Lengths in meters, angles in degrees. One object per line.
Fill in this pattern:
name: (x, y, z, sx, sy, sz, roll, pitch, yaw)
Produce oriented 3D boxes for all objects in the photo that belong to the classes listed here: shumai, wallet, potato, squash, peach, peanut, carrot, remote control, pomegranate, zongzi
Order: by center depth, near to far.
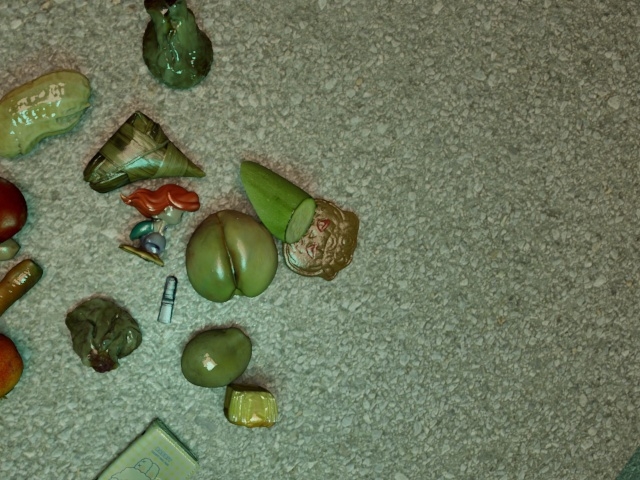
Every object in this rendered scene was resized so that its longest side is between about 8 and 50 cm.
peach: (-0.964, -0.084, 1.596, 0.244, 0.199, 0.243, 6, 52, -8)
pomegranate: (-0.966, 0.372, 1.620, 0.211, 0.210, 0.235, -8, 133, -13)
peanut: (-0.833, -0.385, 1.662, 0.340, 0.174, 0.158, -29, 62, -12)
peanut: (-0.976, 0.026, 1.674, 0.152, 0.076, 0.076, -5, 92, -16)
carrot: (-0.920, 0.141, 1.681, 0.087, 0.087, 0.193, 44, 79, -10)
shumai: (-0.657, 0.280, 1.693, 0.184, 0.185, 0.218, -37, 99, -11)
shumai: (-0.446, -0.613, 1.732, 0.222, 0.204, 0.271, -30, 101, -11)
zongzi: (-0.545, -0.212, 1.754, 0.288, 0.134, 0.286, 42, 88, -18)
peach: (-0.280, 0.049, 1.761, 0.293, 0.247, 0.291, -2, 74, 8)
wallet: (-0.561, 0.747, 1.779, 0.309, 0.077, 0.223, -45, 97, -7)
potato: (-0.326, 0.370, 1.791, 0.235, 0.160, 0.177, -31, 117, -25)
remote control: (-0.491, 0.190, 1.816, 0.044, 0.027, 0.152, 10, 90, -18)
squash: (-0.160, -0.123, 1.822, 0.261, 0.189, 0.189, 29, 83, 19)

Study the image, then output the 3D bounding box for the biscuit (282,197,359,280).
biscuit: (0.000, 0.000, 1.923, 0.258, 0.049, 0.272, 22, 87, -13)

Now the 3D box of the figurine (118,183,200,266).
figurine: (-0.511, -0.068, 1.738, 0.209, 0.181, 0.256, 19, 78, 16)

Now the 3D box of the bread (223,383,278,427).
bread: (-0.221, 0.514, 1.756, 0.153, 0.288, 0.119, 6, 80, -14)
